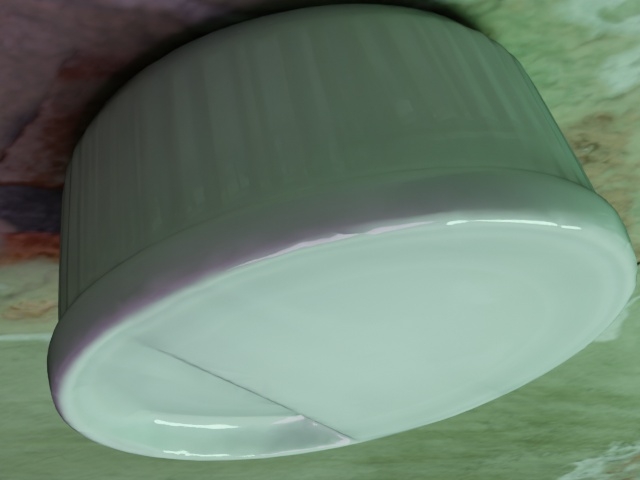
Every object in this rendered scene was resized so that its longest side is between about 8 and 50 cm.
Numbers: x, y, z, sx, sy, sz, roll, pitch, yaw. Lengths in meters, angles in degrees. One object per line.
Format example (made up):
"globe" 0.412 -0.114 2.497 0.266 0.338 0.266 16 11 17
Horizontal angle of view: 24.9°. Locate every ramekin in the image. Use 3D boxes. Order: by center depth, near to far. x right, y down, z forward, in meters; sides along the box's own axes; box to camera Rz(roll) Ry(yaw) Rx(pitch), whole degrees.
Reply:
"ramekin" 0.000 0.000 0.691 0.273 0.127 0.273 -12 155 -6
